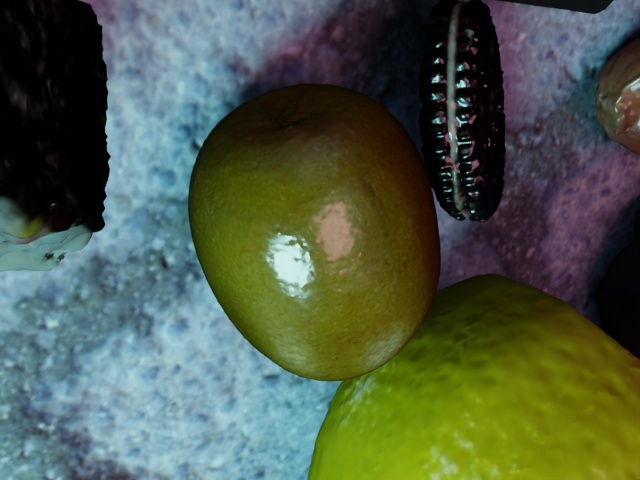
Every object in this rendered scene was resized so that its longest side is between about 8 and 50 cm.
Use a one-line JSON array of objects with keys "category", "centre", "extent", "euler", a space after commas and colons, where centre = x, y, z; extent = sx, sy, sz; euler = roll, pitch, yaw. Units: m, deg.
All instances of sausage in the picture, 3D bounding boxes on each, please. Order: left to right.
[{"category": "sausage", "centre": [0.402, -0.130, 0.894], "extent": [0.255, 0.148, 0.148], "euler": [22, 99, -17]}]

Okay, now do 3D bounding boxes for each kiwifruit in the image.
[{"category": "kiwifruit", "centre": [0.000, 0.000, 0.697], "extent": [0.196, 0.196, 0.234], "euler": [-34, 128, -14]}]

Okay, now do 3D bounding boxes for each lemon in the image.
[{"category": "lemon", "centre": [0.142, 0.235, 0.788], "extent": [0.364, 0.364, 0.364], "euler": [-12, 116, -26]}]

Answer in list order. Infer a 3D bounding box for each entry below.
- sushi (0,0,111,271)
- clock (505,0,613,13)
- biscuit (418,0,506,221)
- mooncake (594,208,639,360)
[{"category": "sushi", "centre": [-0.260, -0.125, 0.434], "extent": [0.329, 0.328, 0.285], "euler": [19, 68, -73]}, {"category": "clock", "centre": [0.224, -0.315, 0.708], "extent": [0.279, 0.049, 0.273], "euler": [-10, 130, -44]}, {"category": "biscuit", "centre": [0.122, -0.107, 0.746], "extent": [0.053, 0.194, 0.194], "euler": [-1, 119, 18]}, {"category": "mooncake", "centre": [0.445, 0.060, 1.017], "extent": [0.283, 0.141, 0.283], "euler": [-9, 117, -18]}]
